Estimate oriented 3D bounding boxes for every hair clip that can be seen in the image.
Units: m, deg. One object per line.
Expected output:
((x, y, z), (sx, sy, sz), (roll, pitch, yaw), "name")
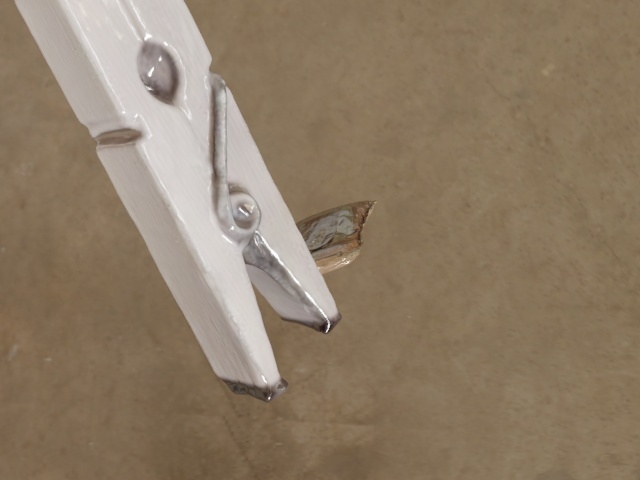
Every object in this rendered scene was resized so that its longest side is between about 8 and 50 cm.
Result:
((-0.089, -0.046, 0.686), (0.101, 0.331, 0.085), (-37, 27, -28), "hair clip")

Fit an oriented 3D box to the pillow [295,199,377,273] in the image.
((0.003, -0.001, 1.230), (0.135, 0.211, 0.034), (-16, 107, 14), "pillow")
